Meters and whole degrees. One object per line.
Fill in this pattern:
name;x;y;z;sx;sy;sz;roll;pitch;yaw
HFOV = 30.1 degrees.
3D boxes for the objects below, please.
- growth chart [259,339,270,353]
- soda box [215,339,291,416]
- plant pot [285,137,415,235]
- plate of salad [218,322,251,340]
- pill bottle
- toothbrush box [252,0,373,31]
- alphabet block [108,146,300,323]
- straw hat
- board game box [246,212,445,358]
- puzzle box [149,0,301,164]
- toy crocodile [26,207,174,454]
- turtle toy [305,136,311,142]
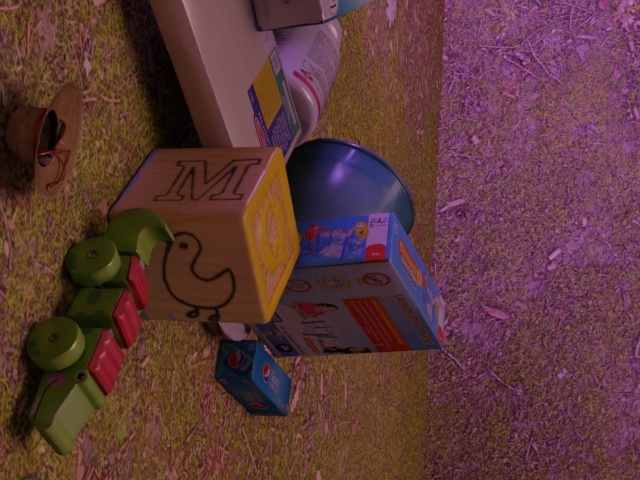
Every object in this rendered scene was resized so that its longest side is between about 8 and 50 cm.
growth chart;-0.073;0.136;2.281;0.237;0.021;0.172;-5;96;-73
soda box;-0.113;0.240;2.057;0.210;0.067;0.071;60;33;-60
plant pot;0.000;0.000;2.145;0.255;0.272;0.271;-59;147;-40
plate of salad;-0.150;0.067;1.964;0.200;0.048;0.200;-6;90;-70
pill bottle;-0.054;-0.298;2.094;0.283;0.160;0.160;-70;154;-49
toothbrush box;0.004;-0.470;1.873;0.295;0.126;0.216;-36;120;-54
alphabet block;-0.156;-0.010;1.679;0.193;0.197;0.192;-68;152;-51
straw hat;-0.323;-0.119;1.348;0.144;0.061;0.144;15;90;-83
board game box;0.016;0.081;1.904;0.308;0.302;0.086;56;34;-53
puzzle box;-0.135;-0.266;1.780;0.272;0.052;0.409;-68;147;-52
toy crocodile;-0.269;0.103;1.456;0.115;0.105;0.340;74;23;-44
turtle toy;-0.057;-0.217;2.247;0.095;0.066;0.130;-108;-171;-58
